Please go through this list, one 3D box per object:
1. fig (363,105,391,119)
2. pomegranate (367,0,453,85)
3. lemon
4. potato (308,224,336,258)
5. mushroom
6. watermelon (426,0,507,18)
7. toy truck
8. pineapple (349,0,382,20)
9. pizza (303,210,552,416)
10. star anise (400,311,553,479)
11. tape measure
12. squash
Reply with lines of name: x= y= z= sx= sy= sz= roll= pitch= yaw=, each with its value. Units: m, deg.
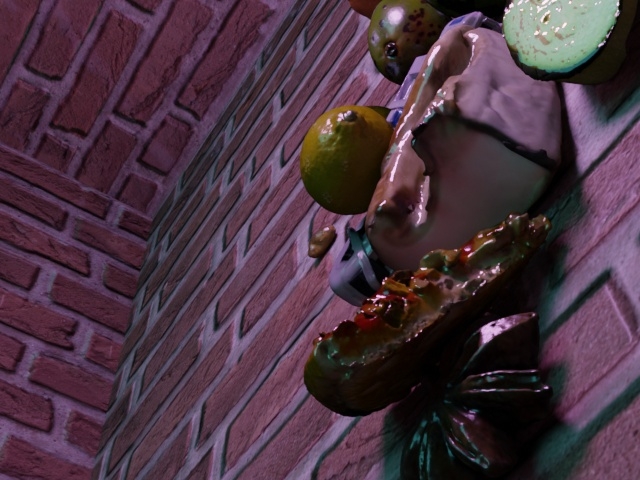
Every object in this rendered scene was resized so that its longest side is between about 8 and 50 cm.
fig: x=0.094 y=-0.166 z=1.952 sx=0.245 sy=0.195 sz=0.195 roll=13 pitch=76 yaw=62
pomegranate: x=0.203 y=-0.424 z=2.063 sx=0.248 sy=0.202 sz=0.202 roll=-37 pitch=-4 yaw=-44
lemon: x=0.053 y=-0.141 z=1.724 sx=0.248 sy=0.184 sz=0.184 roll=88 pitch=-158 yaw=-69
potato: x=0.000 y=0.000 z=2.199 sx=0.046 sy=0.045 sz=0.092 roll=50 pitch=119 yaw=31
mushroom: x=0.233 y=-0.160 z=1.607 sx=0.397 sy=0.224 sz=0.314 roll=-73 pitch=6 yaw=-49
watermelon: x=0.289 y=-0.542 z=1.863 sx=0.269 sy=0.269 sz=0.269 roll=-52 pitch=21 yaw=29
toy truck: x=0.237 y=-0.282 z=1.781 sx=0.268 sy=0.155 sz=0.124 roll=-63 pitch=18 yaw=-5
pineapple: x=0.197 y=-0.711 z=2.408 sx=0.223 sy=0.222 sz=0.357 roll=-28 pitch=33 yaw=59
pizza: x=0.148 y=0.091 z=1.404 sx=0.406 sy=0.130 sz=0.440 roll=-41 pitch=-17 yaw=-2
star anise: x=0.187 y=0.226 z=1.281 sx=0.315 sy=0.108 sz=0.315 roll=-61 pitch=13 yaw=25
tape measure: x=0.097 y=0.025 z=1.788 sx=0.197 sy=0.120 sz=0.236 roll=-57 pitch=9 yaw=-11
squash: x=0.382 y=-0.332 z=1.447 sx=0.220 sy=0.133 sz=0.220 roll=-11 pitch=77 yaw=57
